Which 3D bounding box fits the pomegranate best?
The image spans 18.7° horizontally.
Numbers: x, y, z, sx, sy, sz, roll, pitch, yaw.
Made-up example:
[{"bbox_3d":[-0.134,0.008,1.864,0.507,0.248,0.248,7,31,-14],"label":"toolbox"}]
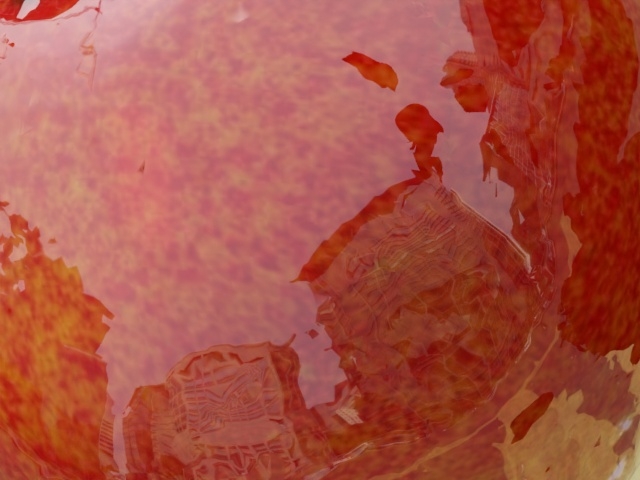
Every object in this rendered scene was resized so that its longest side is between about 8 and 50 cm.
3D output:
[{"bbox_3d":[0.000,0.000,0.515,0.221,0.256,0.220,-9,57,14],"label":"pomegranate"}]
